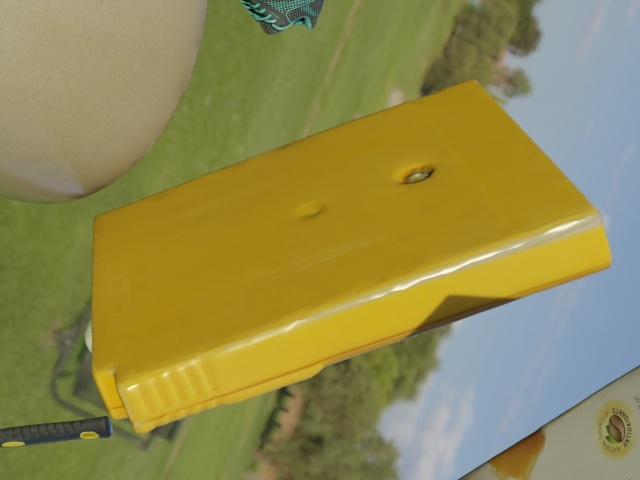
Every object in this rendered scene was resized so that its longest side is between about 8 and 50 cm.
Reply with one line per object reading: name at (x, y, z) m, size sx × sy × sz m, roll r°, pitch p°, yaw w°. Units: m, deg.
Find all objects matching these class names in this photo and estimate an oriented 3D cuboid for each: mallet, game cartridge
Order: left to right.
mallet at (-0.247, 0.138, 0.914) m, size 0.062 × 0.189 × 0.039 m, roll 71°, pitch 10°, yaw -46°
game cartridge at (0.000, 0.000, 0.883) m, size 0.285 × 0.323 × 0.053 m, roll -111°, pitch 180°, yaw -65°

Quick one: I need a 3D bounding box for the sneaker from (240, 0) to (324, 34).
sneaker at (-0.048, -0.233, 1.220) m, size 0.166 × 0.065 × 0.076 m, roll -7°, pitch 118°, yaw -47°

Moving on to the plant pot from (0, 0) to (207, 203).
plant pot at (-0.243, -0.171, 0.851) m, size 0.191 × 0.284 × 0.284 m, roll 4°, pitch 115°, yaw -56°

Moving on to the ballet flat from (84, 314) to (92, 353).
ballet flat at (-0.077, 0.026, 1.315) m, size 0.400 × 0.139 × 0.139 m, roll -17°, pitch 140°, yaw -49°

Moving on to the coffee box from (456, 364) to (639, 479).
coffee box at (0.119, 0.145, 0.559) m, size 0.246 × 0.141 × 0.098 m, roll -42°, pitch -124°, yaw 39°
